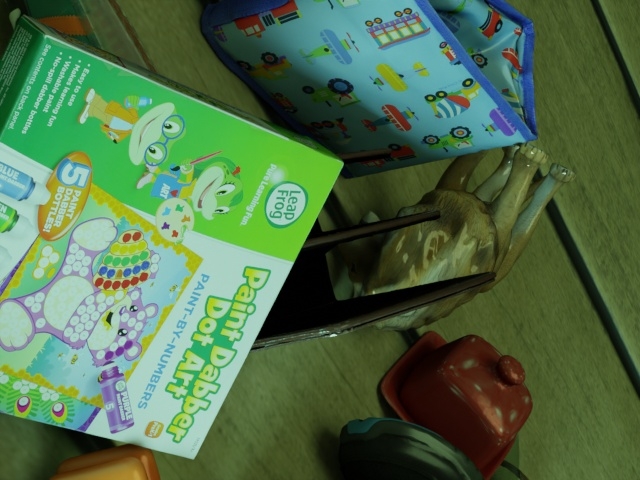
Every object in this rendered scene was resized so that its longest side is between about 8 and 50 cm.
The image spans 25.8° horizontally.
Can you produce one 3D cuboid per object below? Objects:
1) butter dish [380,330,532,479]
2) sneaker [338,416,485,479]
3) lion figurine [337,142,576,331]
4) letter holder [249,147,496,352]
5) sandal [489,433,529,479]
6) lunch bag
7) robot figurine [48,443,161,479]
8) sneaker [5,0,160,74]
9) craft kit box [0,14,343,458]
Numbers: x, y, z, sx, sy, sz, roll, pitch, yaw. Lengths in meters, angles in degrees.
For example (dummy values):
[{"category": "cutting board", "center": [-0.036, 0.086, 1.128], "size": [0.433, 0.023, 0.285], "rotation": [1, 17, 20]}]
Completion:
[{"category": "butter dish", "center": [0.169, 0.163, 1.497], "size": [0.160, 0.118, 0.160], "rotation": [51, 34, 1]}, {"category": "sneaker", "center": [0.111, 0.318, 1.383], "size": [0.340, 0.125, 0.139], "rotation": [59, 42, -26]}, {"category": "lion figurine", "center": [0.167, -0.002, 1.545], "size": [0.240, 0.142, 0.392], "rotation": [-63, 154, 6]}, {"category": "letter holder", "center": [0.000, 0.000, 1.210], "size": [0.302, 0.214, 0.152], "rotation": [-13, 92, -58]}, {"category": "sandal", "center": [0.220, 0.339, 1.585], "size": [0.120, 0.086, 0.302], "rotation": [19, 65, -55]}, {"category": "lunch bag", "center": [0.045, -0.182, 1.332], "size": [0.293, 0.221, 0.138], "rotation": [28, 57, -52]}, {"category": "robot figurine", "center": [-0.132, 0.259, 1.005], "size": [0.128, 0.158, 0.219], "rotation": [-18, 96, -37]}, {"category": "sneaker", "center": [-0.187, -0.117, 1.051], "size": [0.302, 0.121, 0.108], "rotation": [61, 2, 10]}, {"category": "craft kit box", "center": [-0.140, 0.009, 0.951], "size": [0.247, 0.061, 0.249], "rotation": [20, 101, -39]}]
